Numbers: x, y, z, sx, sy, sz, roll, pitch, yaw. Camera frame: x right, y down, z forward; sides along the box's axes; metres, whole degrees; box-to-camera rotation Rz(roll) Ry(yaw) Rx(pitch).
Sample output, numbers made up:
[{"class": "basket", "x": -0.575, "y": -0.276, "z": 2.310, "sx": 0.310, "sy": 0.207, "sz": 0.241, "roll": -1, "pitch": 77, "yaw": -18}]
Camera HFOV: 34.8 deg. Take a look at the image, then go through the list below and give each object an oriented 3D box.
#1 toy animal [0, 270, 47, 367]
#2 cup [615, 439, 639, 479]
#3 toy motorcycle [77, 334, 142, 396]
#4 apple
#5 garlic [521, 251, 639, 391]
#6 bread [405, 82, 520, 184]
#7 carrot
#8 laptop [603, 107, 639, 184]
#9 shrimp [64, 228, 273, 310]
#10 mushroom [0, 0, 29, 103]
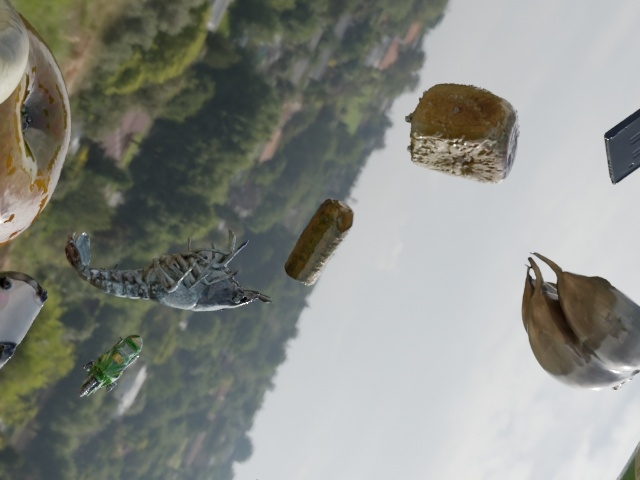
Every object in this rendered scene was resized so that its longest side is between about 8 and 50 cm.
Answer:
[{"class": "toy animal", "x": -0.603, "y": 0.100, "z": 1.729, "sx": 0.165, "sy": 0.235, "sz": 0.187, "roll": -14, "pitch": -136, "yaw": 54}, {"class": "cup", "x": 0.467, "y": 0.274, "z": 1.170, "sx": 0.274, "sy": 0.253, "sz": 0.253, "roll": 107, "pitch": 7, "yaw": -51}, {"class": "toy motorcycle", "x": -0.413, "y": 0.244, "z": 1.997, "sx": 0.106, "sy": 0.074, "sz": 0.190, "roll": -44, "pitch": -177, "yaw": 16}, {"class": "apple", "x": -0.539, "y": -0.178, "z": 1.459, "sx": 0.400, "sy": 0.333, "sz": 0.400, "roll": -17, "pitch": 90, "yaw": -83}, {"class": "garlic", "x": 0.464, "y": 0.142, "z": 1.751, "sx": 0.210, "sy": 0.292, "sz": 0.237, "roll": -48, "pitch": -170, "yaw": 27}, {"class": "bread", "x": 0.305, "y": -0.245, "z": 2.198, "sx": 0.195, "sy": 0.246, "sz": 0.176, "roll": 79, "pitch": 30, "yaw": -57}, {"class": "carrot", "x": 0.000, "y": 0.000, "z": 1.990, "sx": 0.173, "sy": 0.082, "sz": 0.082, "roll": -55, "pitch": -177, "yaw": 18}, {"class": "laptop", "x": 0.587, "y": -0.194, "z": 1.805, "sx": 0.197, "sy": 0.016, "sz": 0.135, "roll": -36, "pitch": 137, "yaw": -7}, {"class": "shrimp", "x": -0.299, "y": 0.061, "z": 2.027, "sx": 0.221, "sy": 0.410, "sz": 0.166, "roll": 134, "pitch": -46, "yaw": -87}, {"class": "mushroom", "x": -0.437, "y": -0.263, "z": 1.104, "sx": 0.234, "sy": 0.260, "sz": 0.254, "roll": -53, "pitch": -146, "yaw": 30}]
